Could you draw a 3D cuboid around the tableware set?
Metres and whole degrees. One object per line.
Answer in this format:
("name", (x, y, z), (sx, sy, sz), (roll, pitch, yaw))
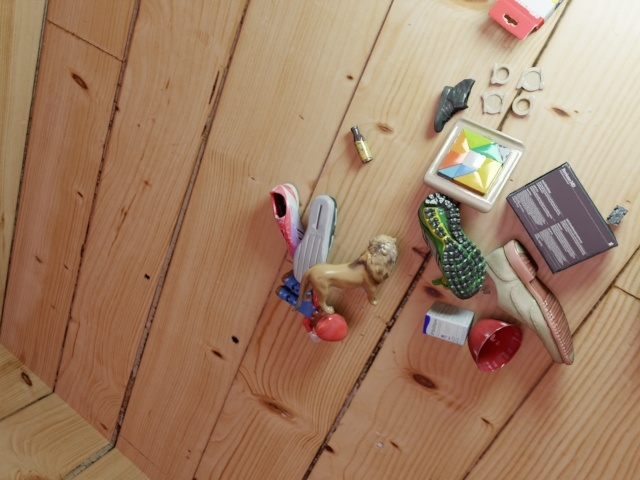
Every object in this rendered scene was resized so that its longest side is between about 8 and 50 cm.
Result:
("tableware set", (0.559, -0.436, 1.394), (0.168, 0.020, 0.141), (15, 108, 23))

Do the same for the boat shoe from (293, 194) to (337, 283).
("boat shoe", (0.000, 0.000, 1.725), (0.121, 0.119, 0.335), (24, 106, 23))

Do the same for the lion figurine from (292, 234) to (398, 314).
("lion figurine", (0.080, 0.120, 1.635), (0.392, 0.142, 0.240), (-14, 130, -9))

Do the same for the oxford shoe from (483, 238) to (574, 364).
("oxford shoe", (0.629, 0.198, 1.457), (0.146, 0.140, 0.397), (-32, 78, 35))

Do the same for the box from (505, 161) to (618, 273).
("box", (0.687, -0.065, 1.372), (0.184, 0.103, 0.261), (-32, 86, 33))

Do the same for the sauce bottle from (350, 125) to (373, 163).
("sauce bottle", (0.136, -0.325, 1.623), (0.042, 0.042, 0.128), (-24, 90, 29))

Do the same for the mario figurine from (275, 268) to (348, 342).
("mario figurine", (-0.015, 0.254, 1.819), (0.320, 0.170, 0.198), (42, 154, 24))

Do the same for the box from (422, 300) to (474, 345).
("box", (0.421, 0.269, 1.574), (0.137, 0.126, 0.072), (15, 110, 24))

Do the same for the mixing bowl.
("mixing bowl", (0.537, 0.315, 1.521), (0.098, 0.181, 0.181), (48, 127, 54))

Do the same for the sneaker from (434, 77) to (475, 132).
("sneaker", (0.407, -0.408, 1.459), (0.089, 0.051, 0.170), (19, 107, 27))

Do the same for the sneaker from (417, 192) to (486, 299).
("sneaker", (0.411, 0.020, 1.518), (0.134, 0.146, 0.343), (-18, 85, -5))

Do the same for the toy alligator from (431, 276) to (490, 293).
("toy alligator", (0.461, 0.135, 1.567), (0.189, 0.056, 0.051), (8, 65, 25))

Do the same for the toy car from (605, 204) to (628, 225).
("toy car", (0.857, -0.057, 1.321), (0.122, 0.040, 0.060), (18, 89, 25))

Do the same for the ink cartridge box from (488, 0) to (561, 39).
("ink cartridge box", (0.584, -0.670, 1.291), (0.134, 0.078, 0.231), (45, 117, 11))

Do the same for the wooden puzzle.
("wooden puzzle", (0.459, -0.231, 1.437), (0.221, 0.044, 0.239), (30, 89, 17))

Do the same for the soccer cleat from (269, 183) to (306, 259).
("soccer cleat", (-0.116, -0.050, 1.774), (0.108, 0.116, 0.318), (-10, 97, 28))
